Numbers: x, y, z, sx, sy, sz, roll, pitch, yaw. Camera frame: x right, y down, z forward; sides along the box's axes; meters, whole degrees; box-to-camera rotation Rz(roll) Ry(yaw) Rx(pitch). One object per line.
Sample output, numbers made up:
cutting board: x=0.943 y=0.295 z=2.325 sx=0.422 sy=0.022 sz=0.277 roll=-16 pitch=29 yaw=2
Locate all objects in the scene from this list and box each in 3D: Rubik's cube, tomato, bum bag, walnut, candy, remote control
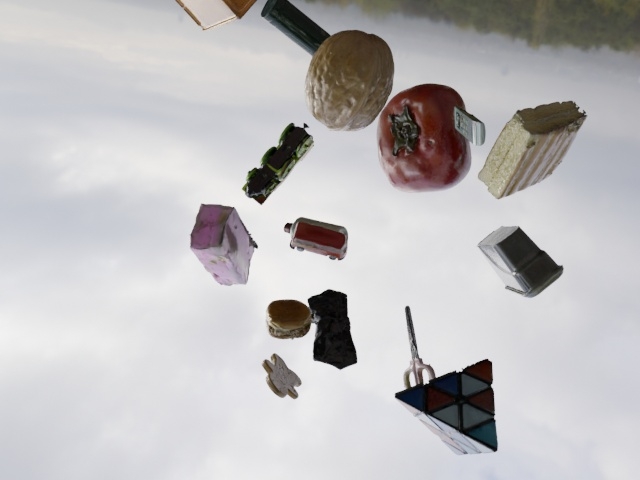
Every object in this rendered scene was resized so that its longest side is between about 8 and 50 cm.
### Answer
Rubik's cube: x=0.293 y=0.445 z=1.596 sx=0.234 sy=0.250 sz=0.284 roll=15 pitch=-138 yaw=0
tomato: x=0.315 y=-0.301 z=1.887 sx=0.293 sy=0.325 sz=0.290 roll=-15 pitch=169 yaw=35
bum bag: x=0.033 y=0.273 z=1.945 sx=0.137 sy=0.074 sz=0.310 roll=-4 pitch=-137 yaw=-4
walnut: x=0.072 y=-0.398 z=1.569 sx=0.225 sy=0.261 sz=0.225 roll=22 pitch=-160 yaw=-9
candy: x=-0.282 y=0.017 z=1.833 sx=0.116 sy=0.155 sz=0.265 roll=6 pitch=154 yaw=14
remote control: x=0.374 y=-0.288 z=1.565 sx=0.029 sy=0.065 sz=0.166 roll=-11 pitch=-153 yaw=-3

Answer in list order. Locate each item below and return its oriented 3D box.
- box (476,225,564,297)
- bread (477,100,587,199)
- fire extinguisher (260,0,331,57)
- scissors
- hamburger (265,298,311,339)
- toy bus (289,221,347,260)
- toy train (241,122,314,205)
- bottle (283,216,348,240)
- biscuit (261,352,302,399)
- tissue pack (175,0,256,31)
box: x=0.569 y=0.056 z=1.817 sx=0.178 sy=0.138 sz=0.274 roll=50 pitch=180 yaw=1
bread: x=0.577 y=-0.255 z=1.691 sx=0.239 sy=0.246 sz=0.111 roll=-21 pitch=-121 yaw=-29
fire extinguisher: x=-0.050 y=-0.687 z=2.047 sx=0.311 sy=0.114 sz=0.095 roll=30 pitch=144 yaw=-34
scissors: x=0.277 y=0.343 z=1.799 sx=0.024 sy=0.317 sz=0.160 roll=2 pitch=162 yaw=-26
hamburger: x=-0.094 y=0.233 z=1.857 sx=0.138 sy=0.083 sz=0.147 roll=1 pitch=-154 yaw=-11
toy bus: x=0.000 y=0.000 z=1.859 sx=0.174 sy=0.079 sz=0.077 roll=15 pitch=153 yaw=0
toy train: x=-0.133 y=-0.242 z=1.981 sx=0.100 sy=0.296 sz=0.160 roll=39 pitch=173 yaw=4
bottle: x=-0.027 y=-0.024 z=2.224 sx=0.245 sy=0.104 sz=0.104 roll=15 pitch=-163 yaw=33
biscuit: x=-0.127 y=0.436 z=1.955 sx=0.158 sy=0.035 sz=0.240 roll=46 pitch=-172 yaw=3
tissue pack: x=-0.135 y=-0.519 z=1.078 sx=0.145 sy=0.274 sz=0.194 roll=44 pitch=168 yaw=-26
